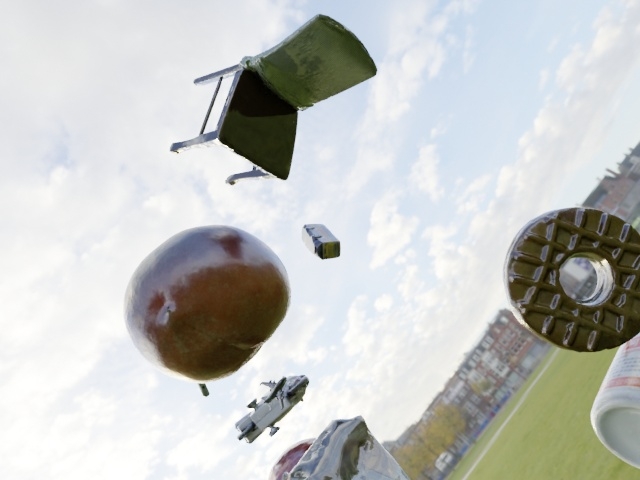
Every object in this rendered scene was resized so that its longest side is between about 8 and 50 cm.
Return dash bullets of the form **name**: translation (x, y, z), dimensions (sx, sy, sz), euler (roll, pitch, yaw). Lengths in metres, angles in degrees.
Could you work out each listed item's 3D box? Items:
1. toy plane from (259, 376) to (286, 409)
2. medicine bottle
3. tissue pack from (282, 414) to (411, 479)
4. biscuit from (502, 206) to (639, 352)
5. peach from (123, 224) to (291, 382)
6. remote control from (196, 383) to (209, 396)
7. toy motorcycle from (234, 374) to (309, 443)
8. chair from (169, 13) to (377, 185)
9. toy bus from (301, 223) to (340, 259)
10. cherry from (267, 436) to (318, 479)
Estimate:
- **toy plane**: translation (-0.100, 0.335, 1.074), dimensions (0.083, 0.078, 0.031), euler (-52, -26, 8)
- **medicine bottle**: translation (0.790, 0.330, 1.114), dimensions (0.371, 0.211, 0.211), euler (-35, -31, -38)
- **tissue pack**: translation (0.070, 0.502, 0.717), dimensions (0.195, 0.376, 0.390), euler (-42, -10, 31)
- **biscuit**: translation (0.566, 0.083, 1.059), dimensions (0.332, 0.332, 0.103), euler (-51, -7, -2)
- **peach**: translation (-0.176, 0.093, 0.743), dimensions (0.252, 0.252, 0.252), euler (-38, -30, -26)
- **remote control**: translation (-0.255, 0.277, 0.990), dimensions (0.017, 0.124, 0.053), euler (-27, -72, -21)
- **toy motorcycle**: translation (-0.131, 0.479, 1.396), dimensions (0.260, 0.110, 0.171), euler (-41, -9, -3)
- **chair**: translation (-0.082, -0.209, 0.788), dimensions (0.160, 0.319, 0.186), euler (30, -114, -45)
- **toy bus**: translation (0.000, 0.000, 1.266), dimensions (0.072, 0.172, 0.058), euler (-5, -71, -14)
- **cherry**: translation (0.026, 0.692, 1.272), dimensions (0.291, 0.334, 0.327), euler (-26, -76, -60)
